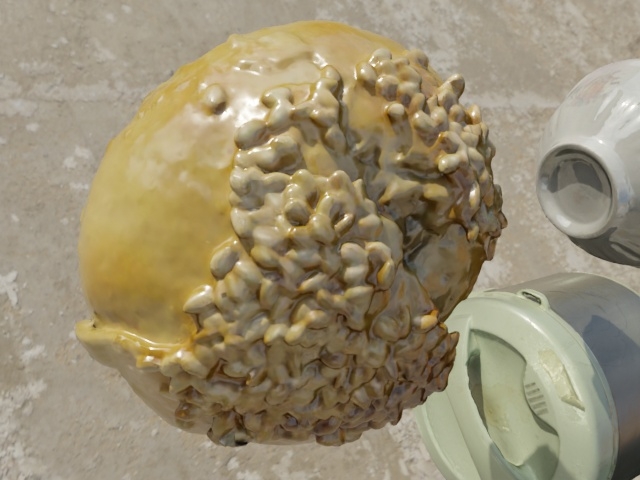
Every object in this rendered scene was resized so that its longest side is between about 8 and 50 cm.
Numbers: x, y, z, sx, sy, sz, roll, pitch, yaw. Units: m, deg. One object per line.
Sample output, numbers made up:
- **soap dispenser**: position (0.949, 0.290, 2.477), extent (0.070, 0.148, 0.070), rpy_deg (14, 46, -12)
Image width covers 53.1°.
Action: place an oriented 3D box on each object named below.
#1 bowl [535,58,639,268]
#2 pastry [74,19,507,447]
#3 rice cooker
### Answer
- **bowl**: position (0.242, -0.051, 0.542), extent (0.086, 0.189, 0.189), rpy_deg (-19, 69, -25)
- **pastry**: position (0.000, 0.000, 0.436), extent (0.315, 0.184, 0.284), rpy_deg (-44, 117, -19)
- **rice cooker**: position (0.273, 0.189, 0.790), extent (0.277, 0.288, 0.288), rpy_deg (-10, 64, -36)
